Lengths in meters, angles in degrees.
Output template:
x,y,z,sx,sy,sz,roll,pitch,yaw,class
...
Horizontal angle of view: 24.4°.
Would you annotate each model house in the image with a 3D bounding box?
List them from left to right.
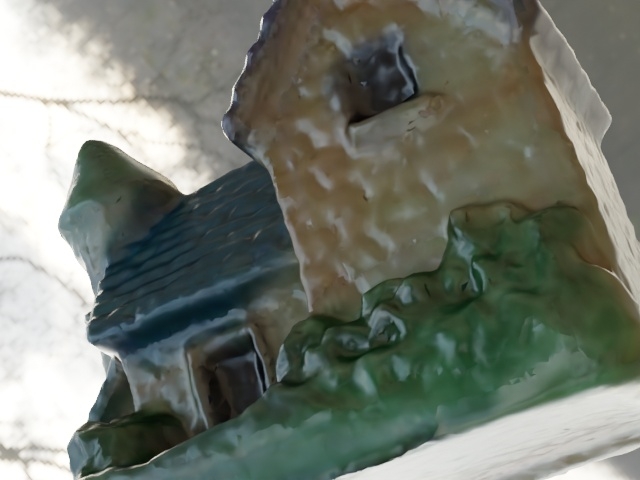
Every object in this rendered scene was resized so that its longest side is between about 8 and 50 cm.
x,y,z,sx,sy,sz,roll,pitch,yaw,class
0.000,0.000,0.749,0.245,0.312,0.280,25,-135,-63,model house
